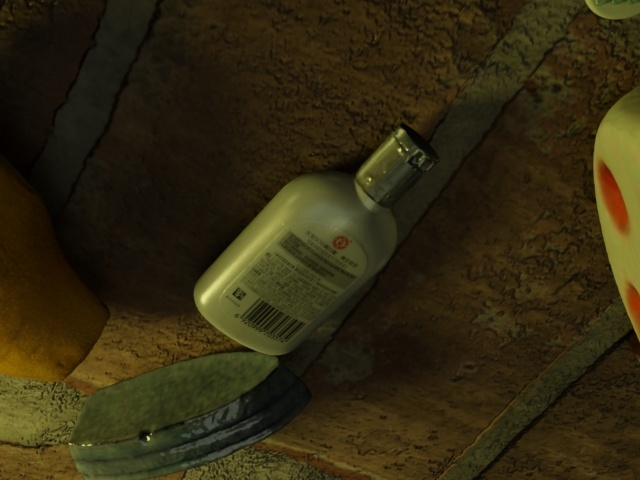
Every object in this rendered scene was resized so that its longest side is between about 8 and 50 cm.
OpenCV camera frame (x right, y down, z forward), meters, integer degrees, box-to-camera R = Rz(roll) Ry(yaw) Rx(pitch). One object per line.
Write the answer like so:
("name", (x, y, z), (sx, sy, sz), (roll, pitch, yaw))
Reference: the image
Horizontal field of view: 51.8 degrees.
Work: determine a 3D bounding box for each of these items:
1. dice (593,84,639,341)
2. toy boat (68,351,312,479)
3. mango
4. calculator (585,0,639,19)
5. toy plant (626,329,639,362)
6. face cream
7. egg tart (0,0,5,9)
("dice", (0.431, -0.011, 0.562), (0.304, 0.277, 0.304), (-19, 109, 9))
("toy boat", (-0.151, 0.200, 0.767), (0.283, 0.127, 0.078), (-17, 116, 8))
("mango", (-0.340, 0.007, 0.617), (0.187, 0.144, 0.359), (-14, 126, 8))
("calculator", (0.272, -0.267, 0.564), (0.095, 0.021, 0.153), (-4, 123, -3))
("toy plant", (0.454, 0.108, 0.779), (0.162, 0.093, 0.093), (-35, 119, 16))
("face cream", (0.000, 0.000, 0.683), (0.144, 0.071, 0.291), (33, 115, -24))
("egg tart", (-0.368, -0.164, 0.440), (0.351, 0.339, 0.153), (-31, 165, -10))
